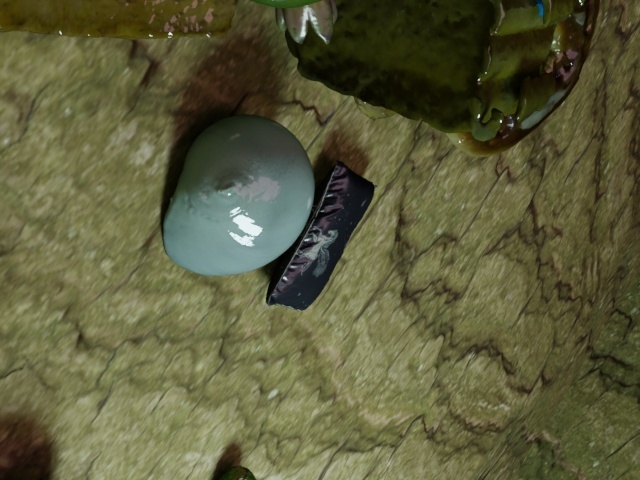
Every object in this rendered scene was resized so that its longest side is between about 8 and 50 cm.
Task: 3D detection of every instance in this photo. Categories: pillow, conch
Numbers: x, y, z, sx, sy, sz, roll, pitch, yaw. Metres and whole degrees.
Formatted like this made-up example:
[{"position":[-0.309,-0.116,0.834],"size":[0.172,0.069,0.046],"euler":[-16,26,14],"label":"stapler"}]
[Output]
[{"position":[0.000,0.000,1.395],"size":[0.208,0.055,0.141],"euler":[-62,159,1],"label":"pillow"},{"position":[-0.091,-0.036,1.179],"size":[0.185,0.121,0.221],"euler":[-19,142,-11],"label":"conch"}]

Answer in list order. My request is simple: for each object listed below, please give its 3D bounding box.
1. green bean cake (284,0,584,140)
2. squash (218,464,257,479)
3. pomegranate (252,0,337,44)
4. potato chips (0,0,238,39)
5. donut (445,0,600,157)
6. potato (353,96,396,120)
[{"position":[0.134,-0.286,1.105],"size":[0.202,0.310,0.285],"euler":[-21,133,-47],"label":"green bean cake"},{"position":[-0.137,0.420,1.508],"size":[0.077,0.068,0.219],"euler":[-23,134,-70],"label":"squash"},{"position":[-0.024,-0.286,0.994],"size":[0.187,0.187,0.225],"euler":[-47,148,-25],"label":"pomegranate"},{"position":[-0.216,-0.198,0.870],"size":[0.407,0.080,0.057],"euler":[-13,110,-57],"label":"potato chips"},{"position":[0.250,-0.285,1.438],"size":[0.330,0.160,0.330],"euler":[-23,136,-25],"label":"donut"},{"position":[0.083,-0.217,1.323],"size":[0.092,0.070,0.137],"euler":[-34,140,-42],"label":"potato"}]
